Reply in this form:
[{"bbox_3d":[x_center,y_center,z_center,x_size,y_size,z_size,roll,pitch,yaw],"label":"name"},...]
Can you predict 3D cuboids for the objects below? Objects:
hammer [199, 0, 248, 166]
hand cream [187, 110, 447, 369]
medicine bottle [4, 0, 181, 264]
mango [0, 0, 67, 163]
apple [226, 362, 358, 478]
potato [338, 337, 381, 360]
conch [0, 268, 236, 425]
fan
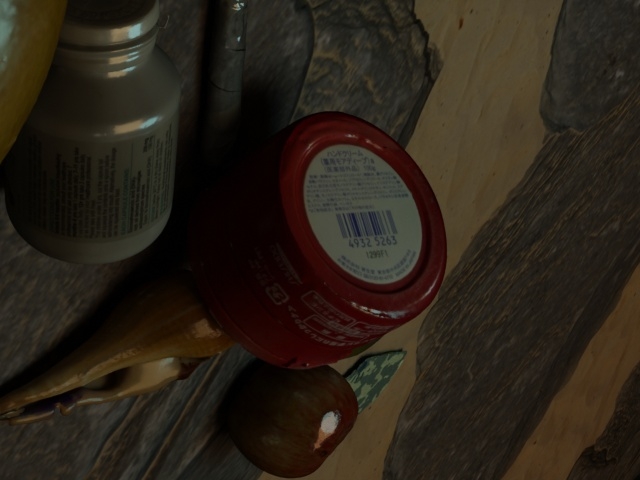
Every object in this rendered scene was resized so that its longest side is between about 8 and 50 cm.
[{"bbox_3d":[-0.068,-0.234,1.321,0.152,0.044,0.427,-37,149,-35],"label":"hammer"},{"bbox_3d":[0.000,0.000,1.459,0.149,0.230,0.230,-28,180,44],"label":"hand cream"},{"bbox_3d":[-0.176,-0.099,1.173,0.135,0.135,0.215,-35,147,-39],"label":"medicine bottle"},{"bbox_3d":[-0.266,-0.196,0.805,0.300,0.232,0.446,-22,129,-43],"label":"mango"},{"bbox_3d":[-0.034,0.207,1.791,0.146,0.131,0.146,-52,169,-15],"label":"apple"},{"bbox_3d":[-0.001,0.052,1.662,0.248,0.143,0.169,1,123,-51],"label":"potato"},{"bbox_3d":[-0.181,0.093,1.463,0.330,0.093,0.109,-19,159,-23],"label":"conch"},{"bbox_3d":[0.042,0.209,2.066,0.240,0.009,0.131,-26,141,-48],"label":"fan"}]
